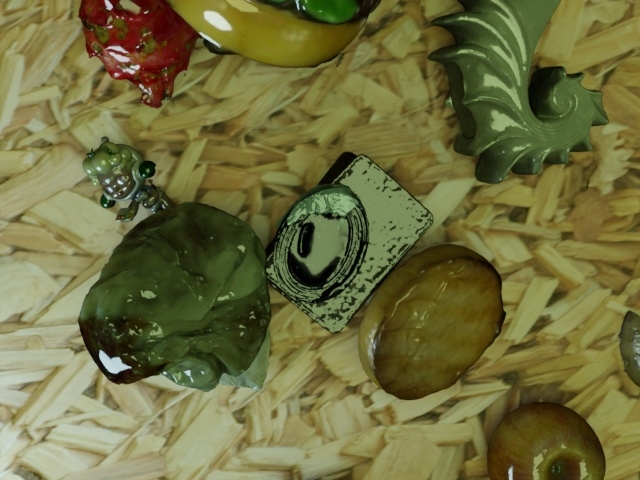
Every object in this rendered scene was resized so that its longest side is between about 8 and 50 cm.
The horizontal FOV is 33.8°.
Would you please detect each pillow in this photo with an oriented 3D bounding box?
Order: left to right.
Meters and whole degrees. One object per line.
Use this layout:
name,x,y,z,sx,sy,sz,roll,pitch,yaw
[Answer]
pillow,-0.203,0.193,1.882,0.229,0.051,0.128,10,95,-5

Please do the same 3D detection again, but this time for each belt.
belt,0.000,0.000,1.716,0.151,0.078,0.198,26,100,-5

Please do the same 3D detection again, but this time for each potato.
potato,0.615,0.224,1.951,0.100,0.089,0.172,-43,102,4

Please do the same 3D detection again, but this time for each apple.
apple,0.408,0.399,1.910,0.211,0.188,0.211,-1,98,-9

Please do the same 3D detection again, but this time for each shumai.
shumai,-0.246,0.109,1.690,0.309,0.263,0.304,46,114,6

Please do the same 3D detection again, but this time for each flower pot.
flower pot,0.326,-0.294,1.803,0.254,0.164,0.367,-21,101,-8

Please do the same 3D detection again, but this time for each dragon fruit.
dragon fruit,-0.289,-0.352,1.721,0.205,0.210,0.268,-20,121,-19

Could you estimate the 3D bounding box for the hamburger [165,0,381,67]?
hamburger,-0.057,-0.474,1.577,0.395,0.396,0.277,28,135,-9

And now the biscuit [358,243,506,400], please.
biscuit,0.190,0.139,1.842,0.296,0.102,0.296,-20,128,-28

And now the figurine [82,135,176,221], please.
figurine,-0.321,-0.090,1.803,0.147,0.093,0.197,-32,104,36

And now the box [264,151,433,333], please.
box,0.038,-0.003,1.830,0.184,0.143,0.273,39,94,-11

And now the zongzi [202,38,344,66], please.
zongzi,-0.066,-0.426,1.776,0.247,0.111,0.241,3,91,-12
